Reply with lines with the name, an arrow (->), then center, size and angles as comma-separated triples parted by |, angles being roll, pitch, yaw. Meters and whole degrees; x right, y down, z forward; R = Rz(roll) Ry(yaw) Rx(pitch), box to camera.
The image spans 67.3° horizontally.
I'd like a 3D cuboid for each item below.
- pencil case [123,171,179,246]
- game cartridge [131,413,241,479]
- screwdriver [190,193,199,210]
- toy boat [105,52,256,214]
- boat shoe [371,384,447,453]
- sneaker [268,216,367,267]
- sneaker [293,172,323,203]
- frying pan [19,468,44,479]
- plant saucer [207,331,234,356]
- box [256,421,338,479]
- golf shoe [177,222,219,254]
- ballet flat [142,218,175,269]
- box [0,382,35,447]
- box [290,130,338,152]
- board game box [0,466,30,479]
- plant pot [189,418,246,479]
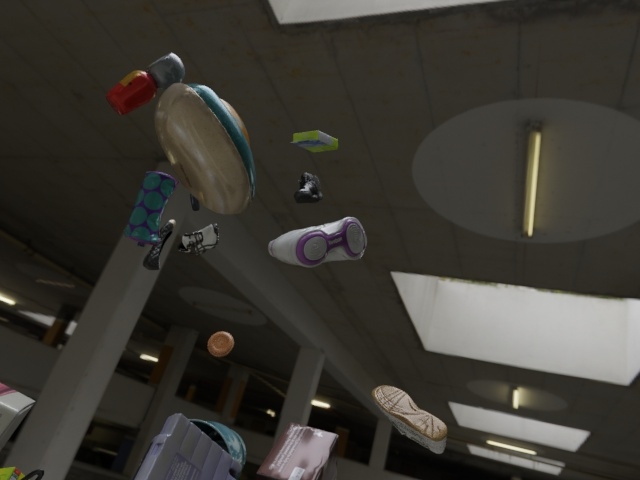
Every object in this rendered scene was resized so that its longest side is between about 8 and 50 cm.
pencil case -> -0.343, -0.064, 0.977 | 0.070, 0.152, 0.064 | 21, -18, -27
game cartridge -> -0.301, 0.563, 0.970 | 0.068, 0.355, 0.230 | -29, -66, 29
screwdriver -> -0.349, -0.163, 1.313 | 0.024, 0.170, 0.025 | -3, -10, -34
toy boat -> -0.220, -0.203, 0.823 | 0.318, 0.148, 0.267 | 42, -20, 16
boat shoe -> 0.255, 0.534, 1.428 | 0.277, 0.098, 0.096 | 27, -48, 52
sneaker -> 0.000, 0.000, 1.235 | 0.152, 0.114, 0.305 | 0, 4, 42
sneaker -> -0.042, -0.156, 1.401 | 0.051, 0.089, 0.170 | -29, -11, 24
frying pan -> -0.644, 0.574, 0.885 | 0.053, 0.326, 0.197 | -138, -149, -63
plant saucer -> -0.316, 0.327, 1.523 | 0.083, 0.083, 0.013 | 12, -31, 11
box -> -0.054, 0.658, 1.137 | 0.143, 0.381, 0.191 | 9, 17, 18
golf shoe -> -0.413, 0.001, 1.625 | 0.094, 0.077, 0.198 | 1, -25, -41
ballet flat -> -0.449, 0.013, 1.367 | 0.049, 0.173, 0.057 | 18, -33, -3
box -> -0.647, 0.292, 0.814 | 0.232, 0.149, 0.127 | 34, -17, -10
box -> -0.022, -0.369, 1.790 | 0.109, 0.042, 0.178 | -2, -3, 29
board game box -> -0.717, 0.541, 1.038 | 0.181, 0.043, 0.092 | -12, -56, 13
plant pot -> -0.369, 0.713, 1.555 | 0.271, 0.272, 0.255 | 11, -14, 14
